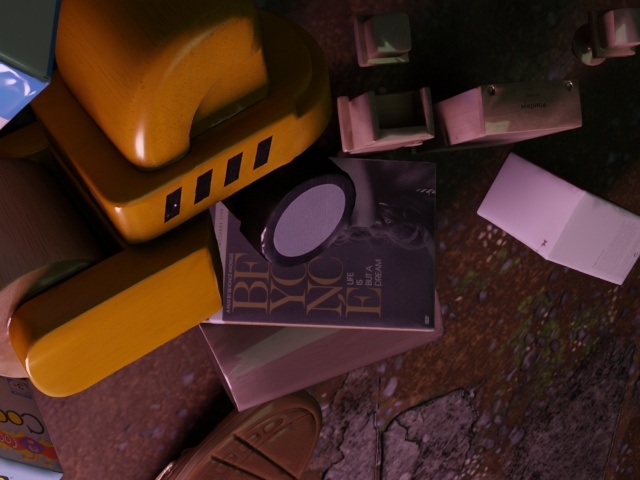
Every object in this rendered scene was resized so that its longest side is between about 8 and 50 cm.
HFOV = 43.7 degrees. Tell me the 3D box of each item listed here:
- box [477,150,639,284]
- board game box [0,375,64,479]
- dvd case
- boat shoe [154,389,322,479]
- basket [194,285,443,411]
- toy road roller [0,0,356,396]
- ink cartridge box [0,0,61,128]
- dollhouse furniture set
[{"bbox_3d":[0.309,-0.027,0.998,0.170,0.130,0.091,16,107,-39],"label":"box"},{"bbox_3d":[-0.376,0.250,0.696,0.144,0.142,0.275,33,96,-41],"label":"board game box"},{"bbox_3d":[0.000,0.000,0.760,0.221,0.018,0.165,3,79,-3],"label":"dvd case"},{"bbox_3d":[-0.137,0.281,0.899,0.121,0.110,0.341,40,95,-30],"label":"boat shoe"},{"bbox_3d":[-0.013,0.067,0.831,0.226,0.154,0.204,-25,112,-14],"label":"basket"},{"bbox_3d":[-0.145,-0.073,0.588,0.329,0.202,0.241,-32,145,-18],"label":"toy road roller"},{"bbox_3d":[-0.250,-0.120,0.513,0.190,0.140,0.082,-29,142,32],"label":"ink cartridge box"},{"bbox_3d":[0.136,-0.273,0.803,0.303,0.174,0.356,-8,91,-16],"label":"dollhouse furniture set"}]
